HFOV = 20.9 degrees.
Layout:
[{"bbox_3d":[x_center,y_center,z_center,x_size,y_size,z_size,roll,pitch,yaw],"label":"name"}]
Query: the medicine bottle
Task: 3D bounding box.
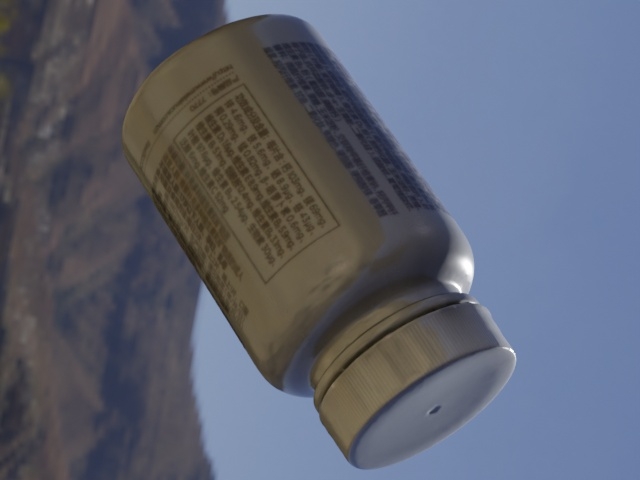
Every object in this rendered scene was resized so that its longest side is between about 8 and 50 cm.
[{"bbox_3d":[0.000,0.000,0.562,0.140,0.079,0.079,56,-34,26],"label":"medicine bottle"}]
